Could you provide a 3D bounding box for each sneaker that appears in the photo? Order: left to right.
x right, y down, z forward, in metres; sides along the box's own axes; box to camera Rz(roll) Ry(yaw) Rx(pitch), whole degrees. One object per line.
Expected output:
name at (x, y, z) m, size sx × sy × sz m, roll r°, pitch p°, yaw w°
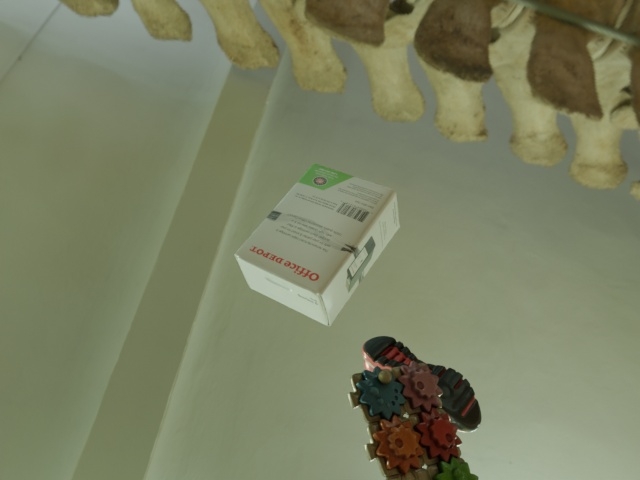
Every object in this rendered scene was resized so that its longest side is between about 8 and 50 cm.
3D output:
sneaker at (0.226, 0.344, 1.371) m, size 0.314 × 0.136 × 0.116 m, roll 31°, pitch -137°, yaw 33°

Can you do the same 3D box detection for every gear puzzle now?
gear puzzle at (0.162, 0.338, 0.883) m, size 0.175 × 0.044 × 0.339 m, roll 0°, pitch -123°, yaw -33°

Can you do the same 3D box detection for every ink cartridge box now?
ink cartridge box at (0.000, 0.000, 1.158) m, size 0.198 × 0.115 × 0.273 m, roll 22°, pitch -121°, yaw 28°
